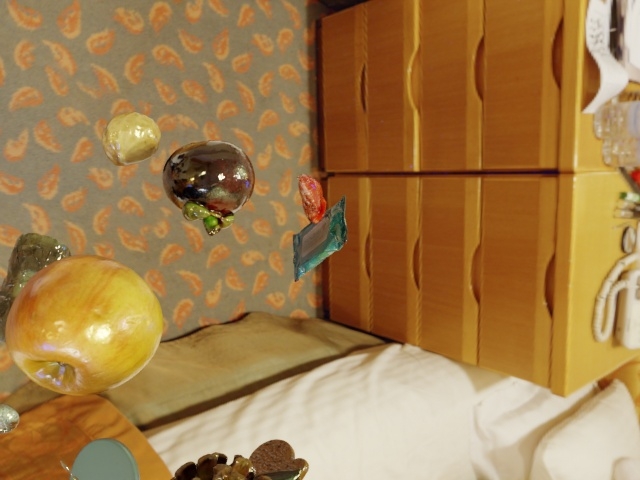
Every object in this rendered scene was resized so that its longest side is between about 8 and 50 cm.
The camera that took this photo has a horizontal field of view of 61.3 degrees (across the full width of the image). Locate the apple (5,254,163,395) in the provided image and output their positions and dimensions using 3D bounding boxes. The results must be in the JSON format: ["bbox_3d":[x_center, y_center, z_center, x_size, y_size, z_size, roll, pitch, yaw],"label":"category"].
[{"bbox_3d":[-0.458,0.168,1.053,0.286,0.285,0.233,58,34,-29],"label":"apple"}]

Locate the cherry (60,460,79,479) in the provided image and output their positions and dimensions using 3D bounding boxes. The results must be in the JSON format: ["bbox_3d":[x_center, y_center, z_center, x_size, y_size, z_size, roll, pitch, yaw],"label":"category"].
[{"bbox_3d":[-0.226,0.290,0.490,0.126,0.106,0.087,-58,136,-16],"label":"cherry"}]

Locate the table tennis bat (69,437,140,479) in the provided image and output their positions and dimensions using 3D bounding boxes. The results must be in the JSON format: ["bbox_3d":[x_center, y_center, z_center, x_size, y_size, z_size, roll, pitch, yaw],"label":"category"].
[{"bbox_3d":[-0.575,0.699,1.454,0.215,0.329,0.044,-29,155,5],"label":"table tennis bat"}]

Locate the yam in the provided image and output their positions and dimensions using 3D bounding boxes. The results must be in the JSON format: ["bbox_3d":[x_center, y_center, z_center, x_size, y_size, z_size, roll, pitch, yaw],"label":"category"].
[{"bbox_3d":[-0.679,0.124,1.273,0.154,0.154,0.255,22,65,-40],"label":"yam"}]

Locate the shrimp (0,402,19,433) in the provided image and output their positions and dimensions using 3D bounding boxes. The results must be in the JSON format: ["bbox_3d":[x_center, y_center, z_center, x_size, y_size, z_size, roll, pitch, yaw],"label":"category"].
[{"bbox_3d":[-0.836,0.426,1.288,0.232,0.090,0.079,-4,109,0],"label":"shrimp"}]

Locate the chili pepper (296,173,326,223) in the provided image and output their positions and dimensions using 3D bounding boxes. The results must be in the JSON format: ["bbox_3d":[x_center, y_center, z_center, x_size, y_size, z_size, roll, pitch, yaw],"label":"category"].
[{"bbox_3d":[-0.011,-0.059,0.705,0.178,0.027,0.045,65,26,-75],"label":"chili pepper"}]

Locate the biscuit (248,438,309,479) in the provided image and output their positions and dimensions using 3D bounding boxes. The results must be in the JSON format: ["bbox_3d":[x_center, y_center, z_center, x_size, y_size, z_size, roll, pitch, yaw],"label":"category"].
[{"bbox_3d":[-0.114,0.596,1.359,0.179,0.236,0.039,-30,117,-6],"label":"biscuit"}]

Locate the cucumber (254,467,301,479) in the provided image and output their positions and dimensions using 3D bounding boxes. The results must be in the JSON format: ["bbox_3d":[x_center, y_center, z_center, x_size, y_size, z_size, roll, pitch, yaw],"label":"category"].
[{"bbox_3d":[-0.177,0.533,1.147,0.284,0.056,0.056,-11,105,-2],"label":"cucumber"}]

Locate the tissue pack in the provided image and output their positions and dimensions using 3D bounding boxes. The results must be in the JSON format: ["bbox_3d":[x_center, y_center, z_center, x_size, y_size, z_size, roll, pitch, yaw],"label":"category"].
[{"bbox_3d":[0.000,0.000,0.807,0.027,0.138,0.085,21,53,-32],"label":"tissue pack"}]

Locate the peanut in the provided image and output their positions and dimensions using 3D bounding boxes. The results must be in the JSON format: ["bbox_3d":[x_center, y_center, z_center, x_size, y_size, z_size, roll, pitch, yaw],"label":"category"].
[{"bbox_3d":[-0.513,-0.276,1.466,0.159,0.109,0.141,-28,152,-15],"label":"peanut"}]

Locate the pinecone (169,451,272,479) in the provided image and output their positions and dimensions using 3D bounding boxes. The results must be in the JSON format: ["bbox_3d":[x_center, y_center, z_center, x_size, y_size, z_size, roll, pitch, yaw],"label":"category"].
[{"bbox_3d":[-0.126,0.351,0.652,0.179,0.149,0.195,-36,139,-41],"label":"pinecone"}]

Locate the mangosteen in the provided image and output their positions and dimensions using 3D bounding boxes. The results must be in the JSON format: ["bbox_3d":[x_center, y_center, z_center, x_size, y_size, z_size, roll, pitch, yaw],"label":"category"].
[{"bbox_3d":[-0.255,-0.132,1.279,0.216,0.216,0.216,-6,99,-41],"label":"mangosteen"}]
